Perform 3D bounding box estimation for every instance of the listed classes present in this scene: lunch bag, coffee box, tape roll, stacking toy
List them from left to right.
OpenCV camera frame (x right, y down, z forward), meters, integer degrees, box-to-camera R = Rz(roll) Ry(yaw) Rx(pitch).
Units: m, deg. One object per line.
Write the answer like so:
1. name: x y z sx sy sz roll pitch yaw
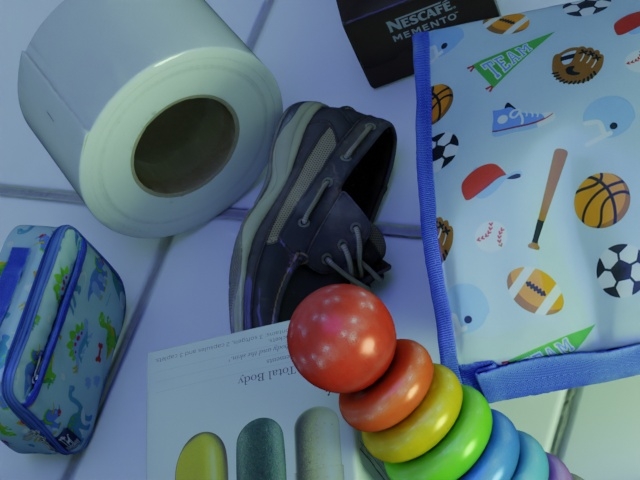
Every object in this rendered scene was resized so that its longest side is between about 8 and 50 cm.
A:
1. lunch bag: -0.286 0.102 1.742 0.090 0.176 0.219 1 56 24
2. tape roll: -0.185 -0.147 1.831 0.246 0.246 0.169 -37 51 -5
3. coffee box: 0.092 -0.338 1.927 0.168 0.119 0.297 -20 51 8
4. stacking toy: 0.090 0.165 1.418 0.141 0.330 0.141 -36 24 19
5. lunch bag: 0.262 -0.027 1.564 0.327 0.239 0.385 -13 45 14

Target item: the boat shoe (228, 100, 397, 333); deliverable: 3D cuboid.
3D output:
1. boat shoe: 0.000 0.000 1.722 0.130 0.132 0.355 -2 58 22

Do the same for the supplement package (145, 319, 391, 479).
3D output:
1. supplement package: -0.031 0.237 1.522 0.199 0.198 0.263 -14 53 13
